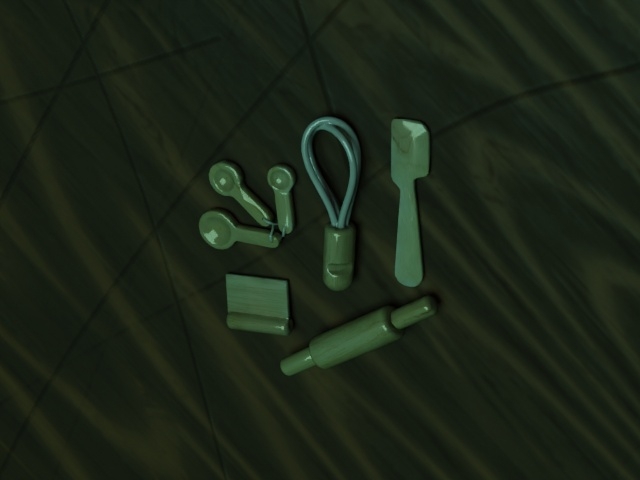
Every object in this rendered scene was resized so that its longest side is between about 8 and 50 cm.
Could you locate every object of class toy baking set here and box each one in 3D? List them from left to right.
[{"bbox_3d":[0.002,0.006,1.190,0.256,0.030,0.196,-21,104,34],"label":"toy baking set"}]
